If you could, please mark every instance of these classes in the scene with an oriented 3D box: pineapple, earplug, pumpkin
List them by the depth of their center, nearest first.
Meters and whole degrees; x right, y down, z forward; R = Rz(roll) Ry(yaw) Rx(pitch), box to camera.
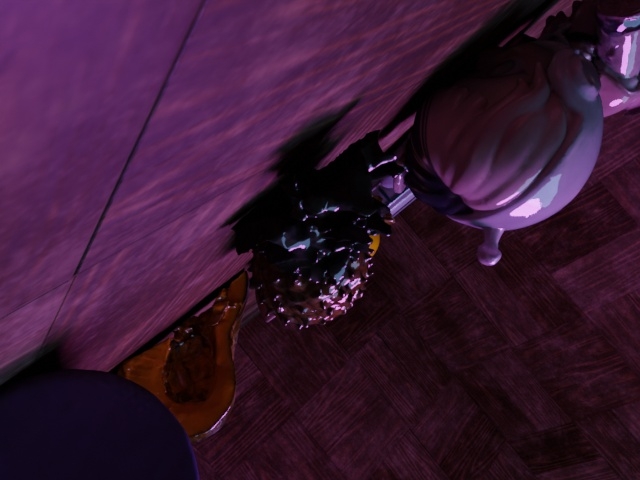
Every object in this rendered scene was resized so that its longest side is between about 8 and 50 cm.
[{"bbox_3d":[-0.006,-0.001,0.669,0.170,0.141,0.310,-13,162,-14],"label":"pineapple"},{"bbox_3d":[-0.273,0.269,0.715,0.215,0.215,0.456,-38,179,-25],"label":"earplug"},{"bbox_3d":[-0.224,0.180,1.039,0.139,0.190,0.280,128,-30,-72],"label":"pumpkin"}]

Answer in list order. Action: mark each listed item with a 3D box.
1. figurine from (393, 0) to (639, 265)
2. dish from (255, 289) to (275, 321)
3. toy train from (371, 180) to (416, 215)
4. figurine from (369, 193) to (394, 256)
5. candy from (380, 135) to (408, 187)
[{"bbox_3d":[0.273,-0.159,0.816,0.361,0.211,0.253,-39,177,-21],"label":"figurine"},{"bbox_3d":[-0.057,0.070,1.327,0.213,0.090,0.213,-38,179,-1],"label":"dish"},{"bbox_3d":[0.165,-0.123,1.239,0.407,0.086,0.088,-40,171,6],"label":"toy train"},{"bbox_3d":[0.011,0.009,1.059,0.234,0.127,0.185,-50,180,5],"label":"figurine"},{"bbox_3d":[0.180,-0.153,1.064,0.174,0.071,0.138,-35,174,-48],"label":"candy"}]
